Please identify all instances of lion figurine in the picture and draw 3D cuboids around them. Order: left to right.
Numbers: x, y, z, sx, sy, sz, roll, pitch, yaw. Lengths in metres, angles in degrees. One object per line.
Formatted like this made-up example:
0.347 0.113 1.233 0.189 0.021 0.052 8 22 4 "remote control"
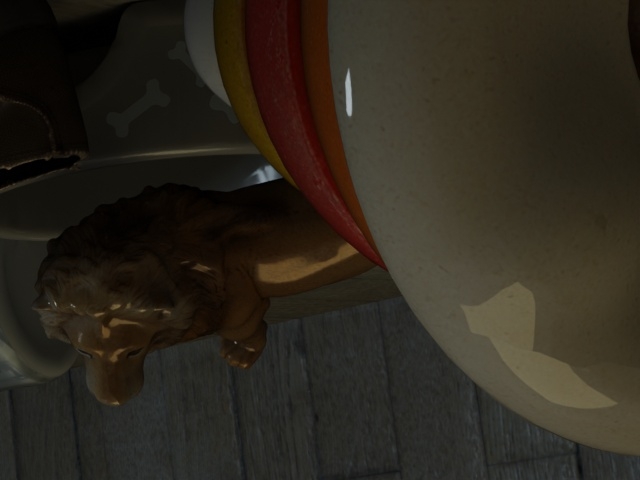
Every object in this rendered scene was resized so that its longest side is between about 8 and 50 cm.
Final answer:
0.000 0.000 1.201 0.392 0.142 0.240 -21 163 -2 "lion figurine"

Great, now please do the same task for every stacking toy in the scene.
0.055 -0.109 0.829 0.351 0.350 0.480 -2 -173 -31 "stacking toy"

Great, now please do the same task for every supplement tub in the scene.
-0.395 0.062 1.622 0.316 0.193 0.193 -11 171 21 "supplement tub"

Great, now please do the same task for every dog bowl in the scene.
-0.122 -0.077 1.266 0.349 0.102 0.349 -8 172 -1 "dog bowl"

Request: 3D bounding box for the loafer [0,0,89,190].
-0.296 -0.008 1.041 0.366 0.130 0.134 -34 175 6 "loafer"
